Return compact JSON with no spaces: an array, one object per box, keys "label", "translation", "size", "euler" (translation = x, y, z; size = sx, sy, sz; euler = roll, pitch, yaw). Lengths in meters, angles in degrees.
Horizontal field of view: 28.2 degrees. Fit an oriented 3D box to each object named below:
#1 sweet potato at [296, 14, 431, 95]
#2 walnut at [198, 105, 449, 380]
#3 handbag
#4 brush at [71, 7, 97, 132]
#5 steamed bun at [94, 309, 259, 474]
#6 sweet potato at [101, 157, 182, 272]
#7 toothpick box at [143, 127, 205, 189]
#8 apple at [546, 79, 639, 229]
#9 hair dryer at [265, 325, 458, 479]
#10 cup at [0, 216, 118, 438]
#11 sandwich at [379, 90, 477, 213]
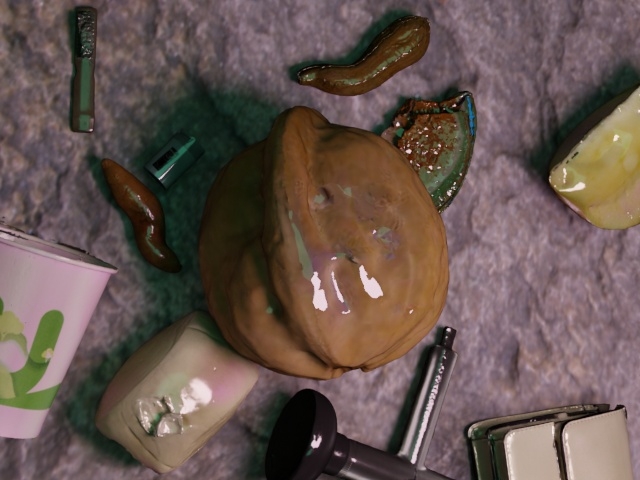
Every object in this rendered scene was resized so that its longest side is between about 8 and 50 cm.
[{"label":"sweet potato","translation":[0.077,-0.278,1.996],"size":[0.233,0.062,0.081],"euler":[-28,77,-10]},{"label":"walnut","translation":[-0.005,0.014,1.822],"size":[0.383,0.383,0.384],"euler":[1,86,-13]},{"label":"handbag","translation":[0.383,0.445,1.967],"size":[0.236,0.160,0.359],"euler":[-7,88,-21]},{"label":"brush","translation":[-0.353,-0.257,1.910],"size":[0.034,0.027,0.190],"euler":[2,87,-11]},{"label":"steamed bun","translation":[-0.204,0.220,1.848],"size":[0.170,0.152,0.239],"euler":[45,80,-7]},{"label":"sweet potato","translation":[-0.264,-0.038,1.902],"size":[0.058,0.055,0.202],"euler":[-26,95,23]},{"label":"toothpick box","translation":[-0.220,-0.122,1.919],"size":[0.052,0.052,0.083],"euler":[45,79,-7]},{"label":"apple","translation":[0.484,-0.126,2.050],"size":[0.265,0.120,0.193],"euler":[-44,109,-9]},{"label":"hair dryer","translation":[0.089,0.269,1.963],"size":[0.320,0.155,0.284],"euler":[16,62,-24]},{"label":"cup","translation":[-0.442,0.118,1.769],"size":[0.253,0.253,0.274],"euler":[19,90,-11]},{"label":"sandwich","translation":[0.172,-0.141,1.996],"size":[0.159,0.079,0.235],"euler":[41,79,-7]}]
